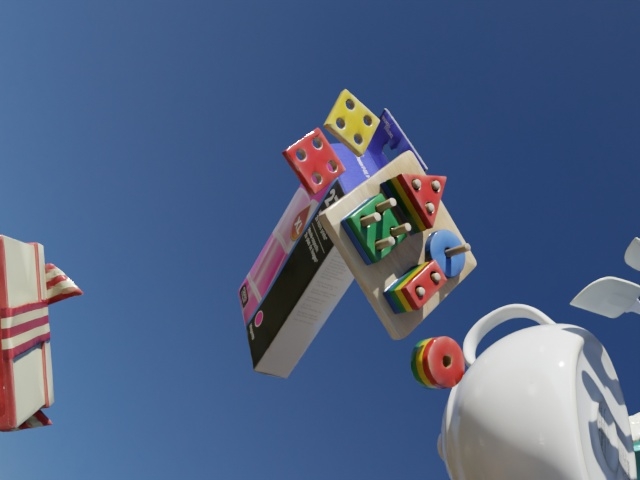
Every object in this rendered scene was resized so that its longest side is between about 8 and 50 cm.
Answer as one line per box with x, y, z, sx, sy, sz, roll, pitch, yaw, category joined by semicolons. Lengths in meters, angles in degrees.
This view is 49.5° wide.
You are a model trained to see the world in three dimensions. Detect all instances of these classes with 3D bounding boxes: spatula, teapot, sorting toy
0.389;0.032;0.733;0.168;0.241;0.019;-56;-141;23;spatula
0.216;0.211;0.750;0.187;0.256;0.253;-14;-92;34;teapot
0.080;-0.010;0.627;0.046;0.132;0.275;-22;-78;53;sorting toy

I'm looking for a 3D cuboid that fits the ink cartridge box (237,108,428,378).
0.000;0.000;0.961;0.371;0.069;0.176;-56;-150;24;ink cartridge box

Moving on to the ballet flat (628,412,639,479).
0.544;0.298;0.985;0.147;0.408;0.147;-174;-90;-82;ballet flat

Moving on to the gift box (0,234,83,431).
-0.446;0.126;0.858;0.258;0.276;0.255;162;-72;-77;gift box
